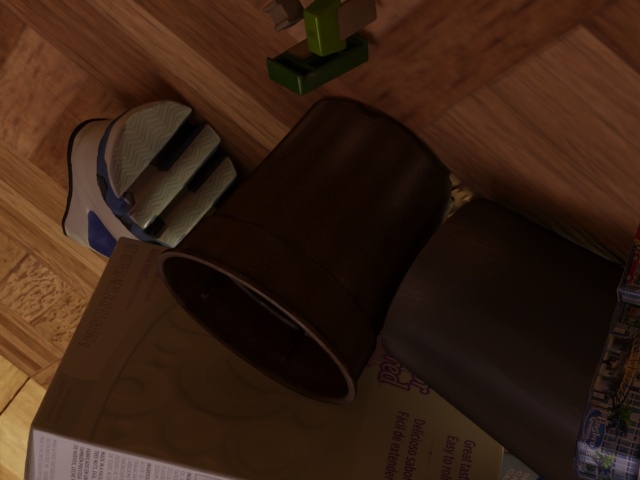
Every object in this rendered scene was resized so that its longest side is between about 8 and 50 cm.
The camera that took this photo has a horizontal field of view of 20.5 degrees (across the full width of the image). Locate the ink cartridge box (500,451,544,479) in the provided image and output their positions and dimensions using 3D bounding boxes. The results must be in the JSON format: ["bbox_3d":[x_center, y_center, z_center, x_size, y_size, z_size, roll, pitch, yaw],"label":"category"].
[{"bbox_3d":[0.197,0.329,1.706,0.270,0.151,0.395,47,157,-29],"label":"ink cartridge box"}]

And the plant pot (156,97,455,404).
[{"bbox_3d":[0.000,0.000,1.242,0.167,0.165,0.167,32,161,12],"label":"plant pot"}]

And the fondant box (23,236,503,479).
[{"bbox_3d":[-0.028,0.132,1.330,0.330,0.238,0.096,14,127,2],"label":"fondant box"}]

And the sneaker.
[{"bbox_3d":[-0.115,-0.001,1.533,0.182,0.127,0.315,15,145,54],"label":"sneaker"}]

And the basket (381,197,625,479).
[{"bbox_3d":[0.167,0.081,1.180,0.227,0.154,0.204,34,153,19],"label":"basket"}]

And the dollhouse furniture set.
[{"bbox_3d":[-0.006,-0.166,1.085,0.076,0.058,0.152,31,142,38],"label":"dollhouse furniture set"}]

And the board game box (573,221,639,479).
[{"bbox_3d":[0.257,0.059,0.967,0.194,0.194,0.060,13,155,18],"label":"board game box"}]
